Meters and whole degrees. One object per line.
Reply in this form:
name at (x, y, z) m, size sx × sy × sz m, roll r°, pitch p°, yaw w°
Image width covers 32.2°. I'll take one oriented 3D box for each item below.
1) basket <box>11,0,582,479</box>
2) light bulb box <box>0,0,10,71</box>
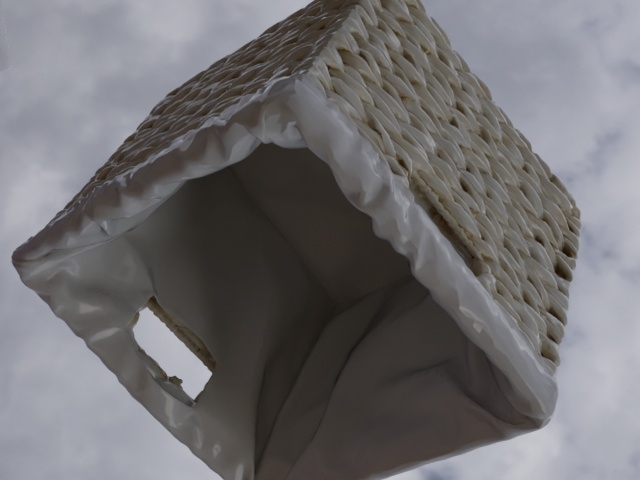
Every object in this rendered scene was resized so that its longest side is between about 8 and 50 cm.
basket at (0.000, 0.000, 0.922) m, size 0.331 × 0.266 × 0.328 m, roll -25°, pitch -65°, yaw 38°
light bulb box at (-0.538, -0.365, 1.197) m, size 0.361 × 0.225 × 0.358 m, roll 51°, pitch -23°, yaw 15°
